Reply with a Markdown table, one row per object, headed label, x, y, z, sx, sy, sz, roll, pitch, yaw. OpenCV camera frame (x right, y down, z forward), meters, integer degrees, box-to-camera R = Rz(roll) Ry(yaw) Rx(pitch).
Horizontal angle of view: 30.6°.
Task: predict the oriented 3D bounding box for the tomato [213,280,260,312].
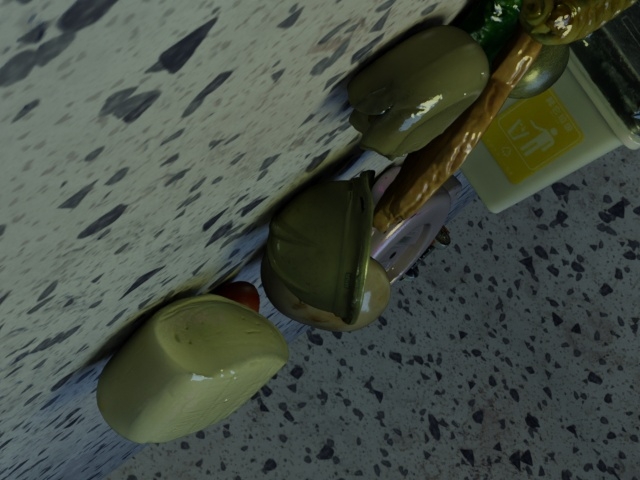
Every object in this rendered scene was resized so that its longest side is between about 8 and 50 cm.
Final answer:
| label | x | y | z | sx | sy | sz | roll | pitch | yaw |
| --- | --- | --- | --- | --- | --- | --- | --- | --- | --- |
| tomato | -0.160 | 0.131 | 1.802 | 0.166 | 0.082 | 0.174 | -103 | -144 | -62 |

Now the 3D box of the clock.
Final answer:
| label | x | y | z | sx | sy | sz | roll | pitch | yaw |
| --- | --- | --- | --- | --- | --- | --- | --- | --- | --- |
| clock | 0.101 | -0.002 | 2.109 | 0.322 | 0.113 | 0.295 | -51 | 161 | 23 |

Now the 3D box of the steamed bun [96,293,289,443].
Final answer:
| label | x | y | z | sx | sy | sz | roll | pitch | yaw |
| --- | --- | --- | --- | --- | --- | --- | --- | --- | --- |
| steamed bun | -0.180 | 0.165 | 1.617 | 0.200 | 0.155 | 0.250 | -46 | 159 | 30 |

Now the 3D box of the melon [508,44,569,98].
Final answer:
| label | x | y | z | sx | sy | sz | roll | pitch | yaw |
| --- | --- | --- | --- | --- | --- | --- | --- | --- | --- |
| melon | 0.303 | -0.259 | 1.688 | 0.130 | 0.098 | 0.098 | -45 | 176 | -22 |

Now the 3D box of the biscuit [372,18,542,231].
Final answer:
| label | x | y | z | sx | sy | sz | roll | pitch | yaw |
| --- | --- | --- | --- | --- | --- | --- | --- | --- | --- |
| biscuit | 0.186 | -0.150 | 1.579 | 0.376 | 0.051 | 0.269 | -52 | -173 | 28 |

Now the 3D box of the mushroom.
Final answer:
| label | x | y | z | sx | sy | sz | roll | pitch | yaw |
| --- | --- | --- | --- | --- | --- | --- | --- | --- | --- |
| mushroom | 0.018 | 0.032 | 1.810 | 0.207 | 0.207 | 0.215 | 123 | -12 | -69 |

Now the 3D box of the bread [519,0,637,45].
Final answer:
| label | x | y | z | sx | sy | sz | roll | pitch | yaw |
| --- | --- | --- | --- | --- | --- | --- | --- | --- | --- |
| bread | 0.333 | -0.316 | 1.478 | 0.269 | 0.087 | 0.098 | -33 | 143 | -46 |

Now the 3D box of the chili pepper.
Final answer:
| label | x | y | z | sx | sy | sz | roll | pitch | yaw |
| --- | --- | --- | --- | --- | --- | --- | --- | --- | --- |
| chili pepper | 0.181 | -0.234 | 1.367 | 0.108 | 0.062 | 0.216 | -37 | 171 | -18 |

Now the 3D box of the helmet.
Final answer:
| label | x | y | z | sx | sy | sz | roll | pitch | yaw |
| --- | --- | --- | --- | --- | --- | --- | --- | --- | --- |
| helmet | -0.003 | -0.002 | 1.590 | 0.257 | 0.137 | 0.204 | -82 | 180 | -70 |

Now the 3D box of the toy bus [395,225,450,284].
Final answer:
| label | x | y | z | sx | sy | sz | roll | pitch | yaw |
| --- | --- | --- | --- | --- | --- | --- | --- | --- | --- |
| toy bus | 0.135 | 0.028 | 2.451 | 0.329 | 0.153 | 0.143 | -29 | 165 | -52 |

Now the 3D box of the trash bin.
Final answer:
| label | x | y | z | sx | sy | sz | roll | pitch | yaw |
| --- | --- | --- | --- | --- | --- | --- | --- | --- | --- |
| trash bin | 0.412 | -0.226 | 1.964 | 0.367 | 0.256 | 0.296 | -37 | 178 | 41 |

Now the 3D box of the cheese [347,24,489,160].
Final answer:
| label | x | y | z | sx | sy | sz | roll | pitch | yaw |
| --- | --- | --- | --- | --- | --- | --- | --- | --- | --- |
| cheese | 0.099 | -0.160 | 1.278 | 0.175 | 0.091 | 0.202 | -42 | 171 | 24 |
